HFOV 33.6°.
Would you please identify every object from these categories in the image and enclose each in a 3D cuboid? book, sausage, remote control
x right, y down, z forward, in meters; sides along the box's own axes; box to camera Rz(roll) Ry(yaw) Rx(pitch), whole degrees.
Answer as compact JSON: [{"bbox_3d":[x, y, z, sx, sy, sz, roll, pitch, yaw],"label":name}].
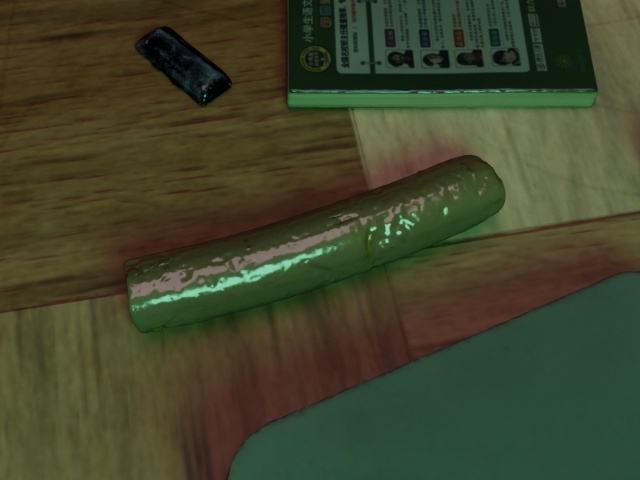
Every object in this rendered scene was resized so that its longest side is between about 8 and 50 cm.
[{"bbox_3d":[0.101,-0.203,0.947,0.264,0.027,0.202,-1,59,-1],"label":"book"},{"bbox_3d":[0.000,0.002,0.802,0.301,0.066,0.066,-18,60,-9],"label":"sausage"},{"bbox_3d":[-0.121,-0.156,0.925,0.039,0.014,0.096,-39,65,-21],"label":"remote control"}]

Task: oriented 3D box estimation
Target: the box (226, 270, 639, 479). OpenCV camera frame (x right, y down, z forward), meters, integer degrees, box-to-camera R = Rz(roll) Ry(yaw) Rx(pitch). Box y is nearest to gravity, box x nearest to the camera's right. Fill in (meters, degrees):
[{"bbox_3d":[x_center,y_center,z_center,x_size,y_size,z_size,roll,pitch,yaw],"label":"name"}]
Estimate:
[{"bbox_3d":[0.167,0.217,0.625,0.373,0.090,0.367,-20,56,-22],"label":"box"}]
